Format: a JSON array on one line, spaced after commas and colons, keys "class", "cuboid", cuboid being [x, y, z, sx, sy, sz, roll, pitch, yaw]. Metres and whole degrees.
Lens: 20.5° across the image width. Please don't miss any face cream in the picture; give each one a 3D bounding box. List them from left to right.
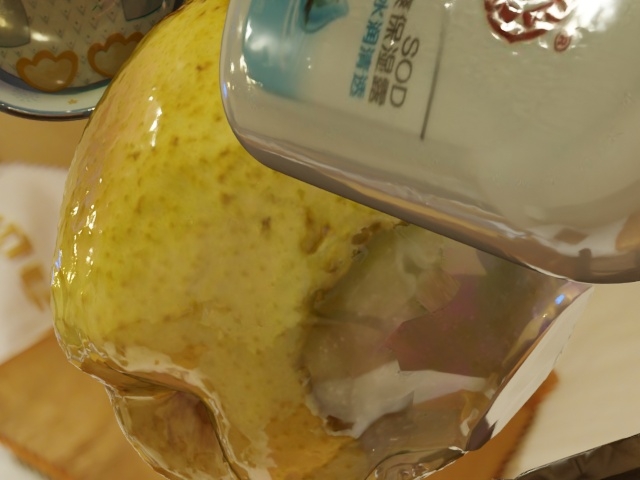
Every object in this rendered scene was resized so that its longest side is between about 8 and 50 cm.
[{"class": "face cream", "cuboid": [0.088, -0.067, 0.545, 0.336, 0.080, 0.163, 25, 90, 55]}]

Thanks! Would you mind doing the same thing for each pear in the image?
[{"class": "pear", "cuboid": [0.000, 0.000, 0.846, 0.271, 0.271, 0.271, -25, 18, 9]}]

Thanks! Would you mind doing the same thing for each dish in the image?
[{"class": "dish", "cuboid": [-0.172, -0.196, 1.186, 0.086, 0.236, 0.228, -111, 41, -81]}]

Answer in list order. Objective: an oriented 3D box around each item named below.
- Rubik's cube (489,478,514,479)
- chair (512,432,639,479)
[{"class": "Rubik's cube", "cuboid": [0.174, 0.254, 1.182, 0.154, 0.151, 0.155, 14, -11, 13]}, {"class": "chair", "cuboid": [0.172, 0.124, 0.626, 0.186, 0.160, 0.319, -30, -3, 32]}]
